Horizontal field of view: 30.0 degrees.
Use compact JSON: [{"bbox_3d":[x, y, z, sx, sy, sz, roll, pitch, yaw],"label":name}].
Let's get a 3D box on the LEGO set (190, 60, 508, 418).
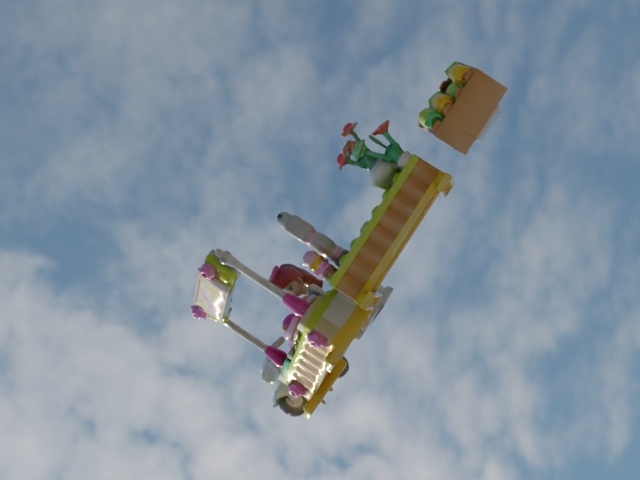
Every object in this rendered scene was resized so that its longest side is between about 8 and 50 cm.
[{"bbox_3d":[0.000,0.000,0.755,0.132,0.107,0.287,-47,-13,-51],"label":"LEGO set"}]
